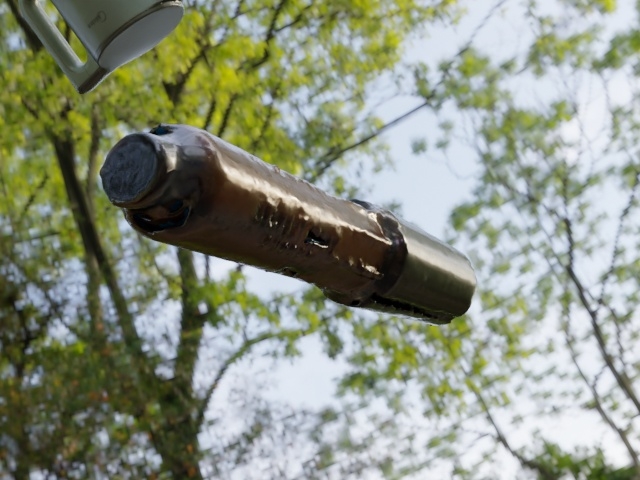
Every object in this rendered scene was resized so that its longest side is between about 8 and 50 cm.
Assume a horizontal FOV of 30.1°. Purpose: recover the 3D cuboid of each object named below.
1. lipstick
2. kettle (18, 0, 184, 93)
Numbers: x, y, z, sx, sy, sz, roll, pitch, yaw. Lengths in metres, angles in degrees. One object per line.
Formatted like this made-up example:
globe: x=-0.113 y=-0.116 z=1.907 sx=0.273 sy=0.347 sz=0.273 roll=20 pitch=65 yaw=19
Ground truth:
lipstick: x=0.000 y=0.000 z=0.800 sx=0.077 sy=0.077 sz=0.418 roll=-37 pitch=-26 yaw=18
kettle: x=-0.197 y=-0.219 z=0.983 sx=0.127 sy=0.148 sz=0.098 roll=-34 pitch=-3 yaw=0
